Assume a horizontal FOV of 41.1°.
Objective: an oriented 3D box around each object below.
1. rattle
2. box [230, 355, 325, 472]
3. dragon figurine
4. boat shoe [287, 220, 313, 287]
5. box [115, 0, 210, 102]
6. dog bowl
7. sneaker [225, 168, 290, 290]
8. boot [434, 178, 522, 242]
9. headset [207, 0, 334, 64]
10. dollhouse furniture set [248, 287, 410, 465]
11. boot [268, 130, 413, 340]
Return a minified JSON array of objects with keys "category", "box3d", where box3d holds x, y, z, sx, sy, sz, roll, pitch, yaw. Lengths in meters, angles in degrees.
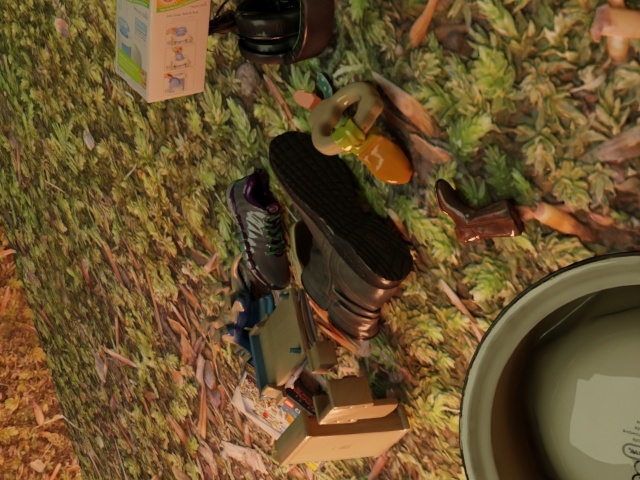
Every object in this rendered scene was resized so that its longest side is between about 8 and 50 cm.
[{"category":"rattle","box3d":[0.052,-0.177,1.323,0.199,0.142,0.130,28,99,61]},{"category":"box","box3d":[-0.065,0.343,1.709,0.233,0.044,0.159,37,137,13]},{"category":"dragon figurine","box3d":[-0.152,0.133,1.716,0.085,0.144,0.289,31,113,41]},{"category":"boat shoe","box3d":[-0.038,0.028,1.538,0.045,0.050,0.136,10,117,44]},{"category":"box","box3d":[-0.244,-0.335,1.317,0.114,0.103,0.203,43,137,35]},{"category":"dog bowl","box3d":[0.364,0.203,0.918,0.407,0.150,0.408,4,99,26]},{"category":"sneaker","box3d":[-0.102,-0.018,1.572,0.098,0.083,0.224,-27,87,50]},{"category":"boot","box3d":[0.219,-0.047,1.173,0.114,0.037,0.106,-12,113,57]},{"category":"headset","box3d":[-0.109,-0.370,1.285,0.394,0.185,0.244,2,111,70]},{"category":"dollhouse furniture set","box3d":[0.026,0.206,1.513,0.286,0.198,0.304,124,139,-49]},{"category":"boot","box3d":[0.000,0.000,1.427,0.338,0.118,0.223,56,149,21]}]
